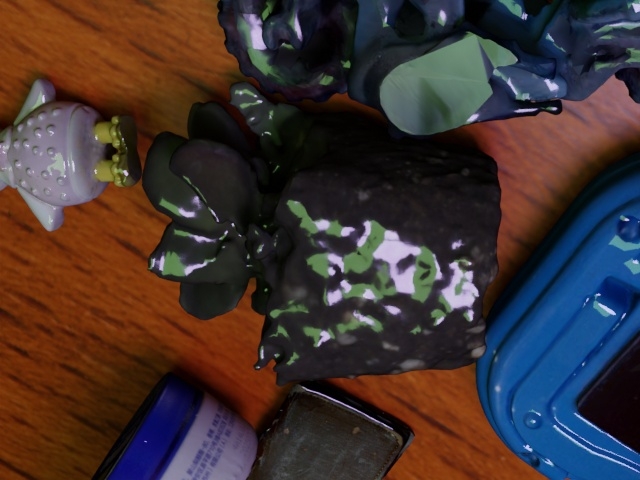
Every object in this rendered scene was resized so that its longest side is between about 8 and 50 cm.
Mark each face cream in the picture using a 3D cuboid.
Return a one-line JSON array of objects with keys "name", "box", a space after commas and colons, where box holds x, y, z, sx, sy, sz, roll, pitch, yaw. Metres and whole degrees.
[{"name": "face cream", "box": [-0.145, 0.228, 1.025, 0.111, 0.206, 0.206, 34, 117, -4]}]

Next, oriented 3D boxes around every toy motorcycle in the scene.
[{"name": "toy motorcycle", "box": [0.114, -0.195, 0.794, 0.416, 0.172, 0.232, 7, 122, 19]}]

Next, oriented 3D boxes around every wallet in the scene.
[{"name": "wallet", "box": [-0.017, 0.230, 1.097, 0.122, 0.031, 0.232, 28, 119, -5]}]

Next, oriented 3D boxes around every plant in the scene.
[{"name": "plant", "box": [0.000, 0.000, 0.900, 0.276, 0.188, 0.199, 9, 115, 9]}]

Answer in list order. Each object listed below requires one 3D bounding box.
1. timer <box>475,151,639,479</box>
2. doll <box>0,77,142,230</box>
[{"name": "timer", "box": [0.312, 0.107, 0.920, 0.340, 0.115, 0.309, 32, 120, -3]}, {"name": "doll", "box": [-0.248, -0.071, 0.987, 0.207, 0.081, 0.129, -3, 94, 17]}]
